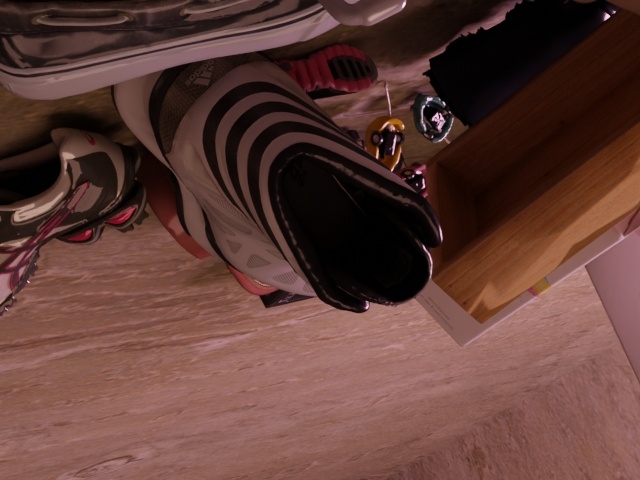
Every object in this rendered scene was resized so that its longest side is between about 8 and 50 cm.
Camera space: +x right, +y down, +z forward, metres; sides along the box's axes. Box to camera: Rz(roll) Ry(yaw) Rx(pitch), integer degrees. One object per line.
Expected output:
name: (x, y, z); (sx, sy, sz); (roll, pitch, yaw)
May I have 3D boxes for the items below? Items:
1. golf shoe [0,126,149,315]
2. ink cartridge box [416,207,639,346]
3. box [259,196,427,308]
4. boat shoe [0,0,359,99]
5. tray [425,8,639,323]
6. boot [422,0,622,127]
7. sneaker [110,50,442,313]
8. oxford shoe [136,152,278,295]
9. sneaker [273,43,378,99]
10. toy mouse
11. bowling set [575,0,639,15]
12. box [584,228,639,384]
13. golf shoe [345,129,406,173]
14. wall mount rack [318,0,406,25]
golf shoe: (-0.285, -0.015, 1.640); (0.273, 0.105, 0.120); (-34, 147, 13)
ink cartridge box: (0.275, -0.043, 2.161); (0.353, 0.119, 0.207); (-38, -174, 40)
box: (0.051, -0.007, 2.199); (0.183, 0.056, 0.231); (-12, 161, -41)
boat shoe: (-0.076, -0.191, 1.270); (0.335, 0.121, 0.119); (-24, 160, -9)
tray: (0.270, -0.116, 1.635); (0.411, 0.076, 0.203); (-38, -156, 22)
boot: (0.230, -0.177, 1.816); (0.207, 0.094, 0.246); (-34, 155, 21)
sneaker: (-0.001, 0.001, 1.579); (0.169, 0.257, 0.447); (-42, 150, 0)
oxford shoe: (-0.056, -0.034, 1.837); (0.130, 0.123, 0.348); (-32, 165, 10)
sneaker: (-0.007, -0.143, 1.691); (0.119, 0.047, 0.057); (-9, 166, -21)
toy mouse: (0.095, -0.094, 1.906); (0.143, 0.161, 0.031); (-12, -155, -43)
bowling set: (0.262, -0.293, 1.454); (0.154, 0.200, 0.287); (14, 169, 3)
box: (0.417, 0.024, 2.361); (0.121, 0.311, 0.148); (-33, 162, 30)
golf shoe: (0.050, -0.053, 1.978); (0.077, 0.094, 0.198); (-30, 165, 18)
wall mount rack: (0.104, -0.285, 1.113); (0.304, 0.130, 0.350); (-34, 153, -10)
